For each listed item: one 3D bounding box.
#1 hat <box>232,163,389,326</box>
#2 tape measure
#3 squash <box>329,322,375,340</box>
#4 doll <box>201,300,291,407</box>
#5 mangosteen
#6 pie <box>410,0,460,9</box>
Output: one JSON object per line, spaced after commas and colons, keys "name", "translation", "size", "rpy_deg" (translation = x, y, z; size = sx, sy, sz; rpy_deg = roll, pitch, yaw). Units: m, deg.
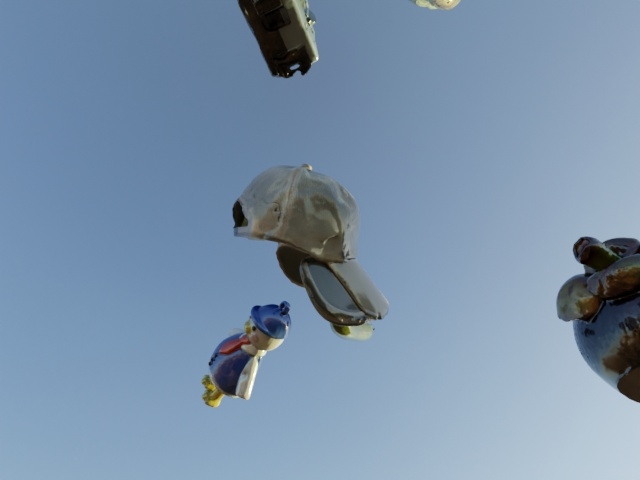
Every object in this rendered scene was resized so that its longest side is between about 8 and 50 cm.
{"name": "hat", "translation": [0.004, 0.008, 0.630], "size": [0.161, 0.232, 0.275], "rpy_deg": [-44, -75, -2]}
{"name": "tape measure", "translation": [-0.070, -0.376, 0.676], "size": [0.107, 0.182, 0.181], "rpy_deg": [-16, -44, 12]}
{"name": "squash", "translation": [0.087, 0.247, 1.214], "size": [0.069, 0.069, 0.258], "rpy_deg": [-27, -28, 17]}
{"name": "doll", "translation": [-0.076, 0.116, 0.459], "size": [0.057, 0.099, 0.143], "rpy_deg": [31, -70, -31]}
{"name": "mangosteen", "translation": [0.517, 0.114, 0.676], "size": [0.287, 0.233, 0.288], "rpy_deg": [15, -31, 9]}
{"name": "pie", "translation": [0.141, -0.439, 0.557], "size": [0.089, 0.201, 0.248], "rpy_deg": [10, -71, 31]}
